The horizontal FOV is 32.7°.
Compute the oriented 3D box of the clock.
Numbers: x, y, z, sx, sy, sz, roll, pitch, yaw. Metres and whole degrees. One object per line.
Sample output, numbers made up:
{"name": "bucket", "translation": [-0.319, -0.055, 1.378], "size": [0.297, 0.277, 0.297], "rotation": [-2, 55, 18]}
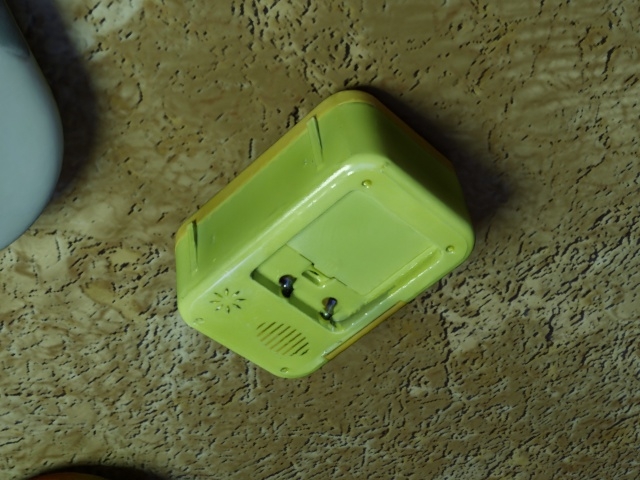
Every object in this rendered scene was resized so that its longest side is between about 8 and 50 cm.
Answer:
{"name": "clock", "translation": [0.000, 0.000, 0.804], "size": [0.202, 0.096, 0.143], "rotation": [-39, 128, 23]}

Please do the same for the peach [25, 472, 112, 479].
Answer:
{"name": "peach", "translation": [-0.233, 0.299, 0.971], "size": [0.197, 0.197, 0.197], "rotation": [-5, 131, -6]}

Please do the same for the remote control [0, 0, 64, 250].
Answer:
{"name": "remote control", "translation": [-0.291, -0.105, 0.658], "size": [0.221, 0.103, 0.332], "rotation": [-18, 129, 2]}
